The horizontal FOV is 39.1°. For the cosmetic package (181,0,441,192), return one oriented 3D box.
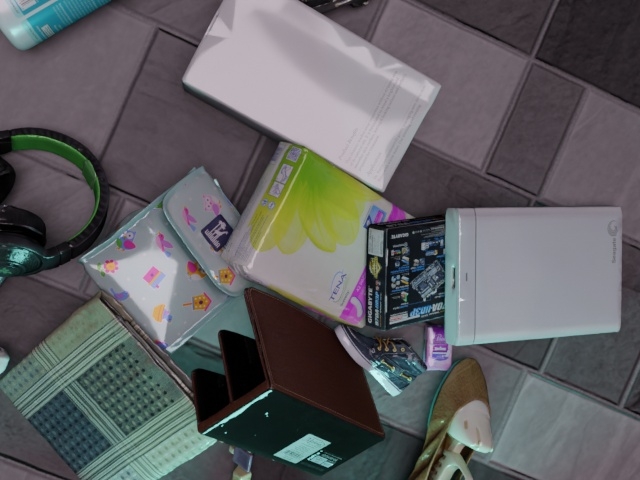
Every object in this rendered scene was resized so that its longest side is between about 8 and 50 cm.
[{"bbox_3d":[-0.020,-0.259,1.525,0.385,0.156,0.217,30,89,-6],"label":"cosmetic package"}]

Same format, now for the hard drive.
[{"bbox_3d":[0.381,0.056,1.588,0.353,0.047,0.233,-2,93,-25],"label":"hard drive"}]

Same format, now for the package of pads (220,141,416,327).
[{"bbox_3d":[0.000,0.000,1.505,0.296,0.101,0.229,30,86,-37],"label":"package of pads"}]

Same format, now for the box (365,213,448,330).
[{"bbox_3d":[0.175,0.049,1.548,0.220,0.051,0.175,-9,105,-38],"label":"box"}]

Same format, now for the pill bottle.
[{"bbox_3d":[-0.418,-0.434,1.471,0.264,0.146,0.146,-31,96,-5],"label":"pill bottle"}]

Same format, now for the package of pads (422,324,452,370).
[{"bbox_3d":[0.213,0.195,1.634,0.050,0.032,0.083,3,93,-10],"label":"package of pads"}]

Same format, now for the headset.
[{"bbox_3d":[-0.527,-0.054,1.419,0.394,0.185,0.243,-26,74,-25],"label":"headset"}]

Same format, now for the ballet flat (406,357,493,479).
[{"bbox_3d":[0.233,0.382,1.593,0.116,0.124,0.342,26,89,-32],"label":"ballet flat"}]

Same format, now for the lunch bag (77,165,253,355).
[{"bbox_3d":[-0.235,0.032,1.511,0.262,0.160,0.223,-38,98,-10],"label":"lunch bag"}]

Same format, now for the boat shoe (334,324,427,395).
[{"bbox_3d":[0.107,0.191,1.588,0.083,0.065,0.183,-40,117,9],"label":"boat shoe"}]

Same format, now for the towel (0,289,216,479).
[{"bbox_3d":[-0.347,0.271,1.498,0.324,0.056,0.312,-37,96,29],"label":"towel"}]

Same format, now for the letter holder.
[{"bbox_3d":[-0.061,0.233,1.498,0.152,0.214,0.302,-35,138,21],"label":"letter holder"}]

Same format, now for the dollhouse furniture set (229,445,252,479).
[{"bbox_3d":[-0.133,0.394,1.615,0.081,0.091,0.114,-15,124,-45],"label":"dollhouse furniture set"}]

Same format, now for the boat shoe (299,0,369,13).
[{"bbox_3d":[0.064,-0.450,1.575,0.233,0.084,0.079,-17,133,-12],"label":"boat shoe"}]

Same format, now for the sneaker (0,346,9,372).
[{"bbox_3d":[-0.637,0.290,1.514,0.305,0.114,0.152,-35,110,0],"label":"sneaker"}]

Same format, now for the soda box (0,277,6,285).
[{"bbox_3d":[-0.626,0.011,1.504,0.216,0.074,0.069,35,89,-7],"label":"soda box"}]
